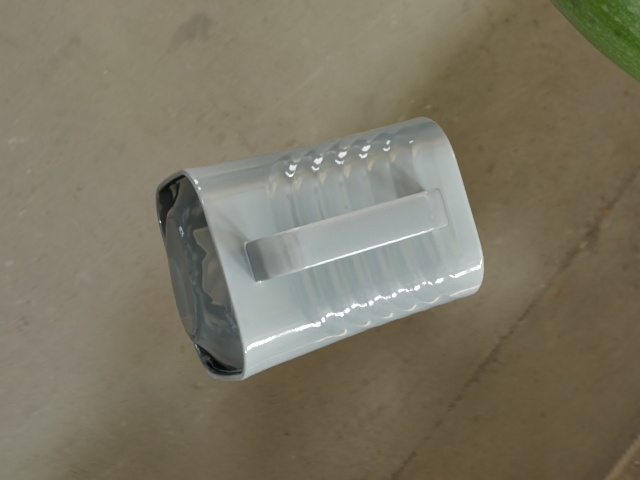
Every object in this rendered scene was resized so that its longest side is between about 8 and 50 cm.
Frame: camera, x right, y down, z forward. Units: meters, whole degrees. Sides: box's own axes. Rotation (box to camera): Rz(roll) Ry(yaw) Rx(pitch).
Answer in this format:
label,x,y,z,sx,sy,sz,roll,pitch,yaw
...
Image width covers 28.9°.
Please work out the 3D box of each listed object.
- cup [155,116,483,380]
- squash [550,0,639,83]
label,x,y,z,sx,sy,sz,roll,pitch,yaw
cup,0.000,0.000,0.556,0.129,0.128,0.095,-17,89,-19
squash,0.134,-0.165,0.599,0.101,0.101,0.379,-34,73,-24
